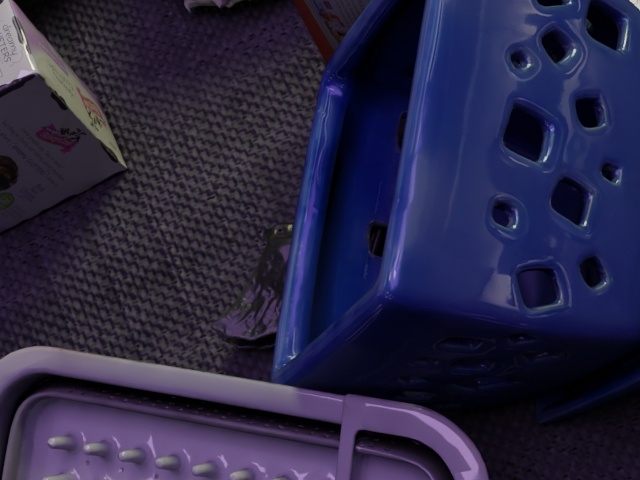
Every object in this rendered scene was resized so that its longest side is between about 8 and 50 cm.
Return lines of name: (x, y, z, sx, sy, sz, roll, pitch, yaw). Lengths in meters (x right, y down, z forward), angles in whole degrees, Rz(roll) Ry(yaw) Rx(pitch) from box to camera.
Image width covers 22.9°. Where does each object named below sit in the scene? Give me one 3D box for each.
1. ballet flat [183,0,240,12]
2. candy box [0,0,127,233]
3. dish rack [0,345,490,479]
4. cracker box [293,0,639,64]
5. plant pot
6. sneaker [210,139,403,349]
ballet flat: (0.056, -0.267, 1.106, 0.409, 0.147, 0.147, -18, 64, 8)
candy box: (-0.257, -0.064, 1.092, 0.196, 0.165, 0.070, -26, 65, 4)
dish rack: (-0.066, 0.219, 0.937, 0.332, 0.072, 0.286, 8, 89, 19)
cracker box: (0.109, -0.145, 1.024, 0.232, 0.156, 0.067, 10, 70, 19)
plant pot: (0.113, -0.019, 0.916, 0.212, 0.236, 0.236, 13, 70, -13)
sneaker: (0.001, 0.001, 1.053, 0.089, 0.051, 0.170, 18, 77, 18)
